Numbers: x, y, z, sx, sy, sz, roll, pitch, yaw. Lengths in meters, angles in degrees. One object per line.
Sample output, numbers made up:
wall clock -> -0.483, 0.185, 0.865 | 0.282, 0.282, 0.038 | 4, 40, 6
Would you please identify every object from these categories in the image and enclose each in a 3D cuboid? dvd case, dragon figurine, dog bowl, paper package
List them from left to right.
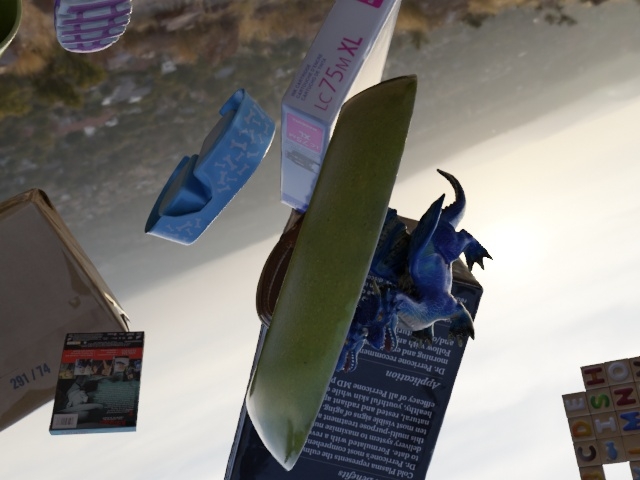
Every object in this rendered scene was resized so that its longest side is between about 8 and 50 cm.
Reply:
paper package -> -0.509, 0.123, 1.182 | 0.325, 0.309, 0.168 | -32, -162, -10
dvd case -> -0.234, 0.148, 0.793 | 0.087, 0.119, 0.013 | -2, 137, -6
dog bowl -> -0.174, -0.106, 1.185 | 0.297, 0.074, 0.166 | -45, -156, 34
dragon figurine -> 0.093, 0.009, 0.723 | 0.085, 0.144, 0.289 | -7, -128, 40

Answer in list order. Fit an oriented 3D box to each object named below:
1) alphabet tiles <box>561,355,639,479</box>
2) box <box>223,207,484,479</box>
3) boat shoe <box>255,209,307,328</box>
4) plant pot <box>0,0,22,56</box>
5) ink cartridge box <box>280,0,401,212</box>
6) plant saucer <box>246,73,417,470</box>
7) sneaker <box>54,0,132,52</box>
alphabet tiles -> 0.493, 0.305, 1.174 | 0.198, 0.237, 0.009 | -18, 161, 30
box -> 0.032, 0.200, 1.263 | 0.297, 0.472, 0.480 | 15, -168, -2
boat shoe -> 0.001, 0.000, 0.662 | 0.178, 0.064, 0.060 | -57, -178, -21
plant pot -> -0.612, -0.276, 1.091 | 0.275, 0.275, 0.293 | -23, 167, -42
ink cartridge box -> 0.016, -0.146, 0.860 | 0.311, 0.065, 0.186 | 93, 22, -71
plant saucer -> 0.000, 0.012, 0.448 | 0.037, 0.241, 0.241 | 18, 179, -1
sneaker -> -0.291, -0.343, 0.919 | 0.095, 0.104, 0.236 | -17, 148, -29
